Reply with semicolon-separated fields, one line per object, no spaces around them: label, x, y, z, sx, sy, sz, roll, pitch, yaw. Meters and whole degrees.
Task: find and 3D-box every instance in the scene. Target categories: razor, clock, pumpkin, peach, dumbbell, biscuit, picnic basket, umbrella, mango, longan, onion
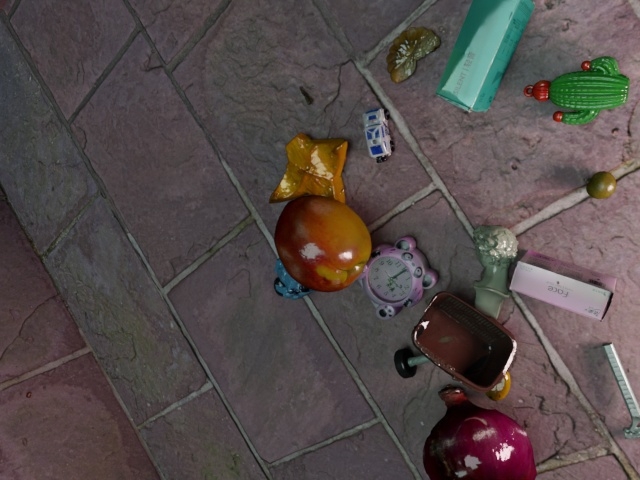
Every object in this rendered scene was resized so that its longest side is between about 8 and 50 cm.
razor;0.856;0.421;1.493;0.111;0.056;0.278;-24;89;34
clock;0.244;0.118;1.763;0.248;0.090;0.228;-37;82;30
pumpkin;-0.040;-0.236;1.837;0.290;0.095;0.259;11;113;24
peach;0.000;0.000;1.702;0.332;0.307;0.308;50;121;22
dumbbell;0.345;0.388;1.759;0.191;0.100;0.100;-23;90;33
biscuit;0.260;-0.568;1.609;0.118;0.061;0.183;51;121;12
picnic basket;0.419;0.311;1.620;0.296;0.129;0.223;35;75;6
umbrella;-0.049;-0.494;1.831;0.083;0.020;0.031;52;160;10
mango;0.555;0.449;1.679;0.078;0.057;0.114;19;102;30
longan;0.740;-0.149;1.420;0.083;0.075;0.075;31;115;24
onion;0.462;0.618;1.655;0.348;0.347;0.385;-46;43;30

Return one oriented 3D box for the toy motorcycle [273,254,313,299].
toy motorcycle;-0.089;0.103;1.936;0.182;0.123;0.272;27;115;34

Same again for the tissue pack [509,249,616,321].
tissue pack;0.672;0.120;1.480;0.246;0.148;0.093;20;112;27

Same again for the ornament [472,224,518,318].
ornament;0.515;0.094;1.580;0.130;0.120;0.285;3;104;28

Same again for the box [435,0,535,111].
box;0.440;-0.511;1.432;0.118;0.205;0.312;30;115;23

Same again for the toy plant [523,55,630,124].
toy plant;0.673;-0.379;1.397;0.240;0.088;0.155;-19;106;39

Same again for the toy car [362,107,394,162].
toy car;0.182;-0.333;1.702;0.080;0.070;0.171;-6;97;31
